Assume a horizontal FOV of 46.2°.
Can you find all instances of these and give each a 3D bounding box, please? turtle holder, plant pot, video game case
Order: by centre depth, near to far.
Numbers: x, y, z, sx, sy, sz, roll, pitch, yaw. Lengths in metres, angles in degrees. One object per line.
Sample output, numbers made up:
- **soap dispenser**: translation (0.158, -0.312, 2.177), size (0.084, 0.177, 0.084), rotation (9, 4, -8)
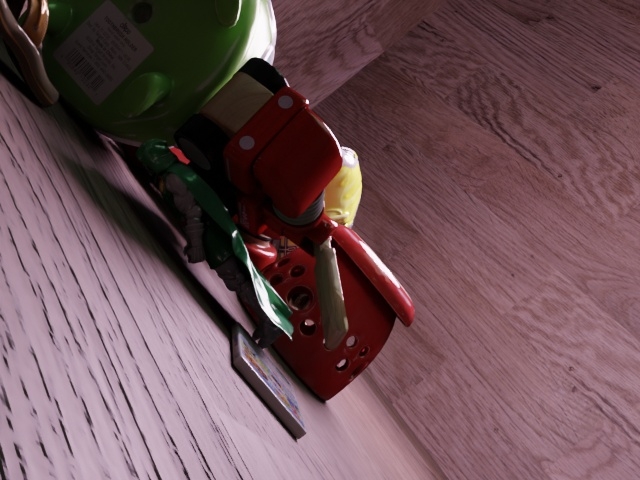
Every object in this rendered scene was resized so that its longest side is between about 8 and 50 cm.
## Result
- **video game case**: translation (-0.049, 0.122, 0.672), size (0.087, 0.011, 0.122), rotation (52, -2, -10)
- **turtle holder**: translation (-0.161, -0.256, 0.867), size (0.243, 0.320, 0.227), rotation (16, -6, 15)
- **plant pot**: translation (0.012, 0.084, 0.990), size (0.191, 0.174, 0.191), rotation (49, 0, 0)

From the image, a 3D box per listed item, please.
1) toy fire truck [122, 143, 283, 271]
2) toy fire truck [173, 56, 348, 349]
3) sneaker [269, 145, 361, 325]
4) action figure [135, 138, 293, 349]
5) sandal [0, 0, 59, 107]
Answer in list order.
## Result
- **toy fire truck**: translation (-0.161, -0.095, 1.050), size (0.254, 0.169, 0.302), rotation (23, 13, -25)
- **toy fire truck**: translation (-0.030, -0.029, 0.793), size (0.246, 0.158, 0.217), rotation (37, -19, 10)
- **sneaker**: translation (0.000, 0.000, 1.249), size (0.384, 0.145, 0.147), rotation (103, -26, -51)
- **action figure**: translation (-0.109, -0.001, 0.750), size (0.232, 0.063, 0.137), rotation (58, -10, -8)
- **sandal**: translation (-0.248, -0.188, 0.623), size (0.072, 0.049, 0.180), rotation (52, -17, 32)
